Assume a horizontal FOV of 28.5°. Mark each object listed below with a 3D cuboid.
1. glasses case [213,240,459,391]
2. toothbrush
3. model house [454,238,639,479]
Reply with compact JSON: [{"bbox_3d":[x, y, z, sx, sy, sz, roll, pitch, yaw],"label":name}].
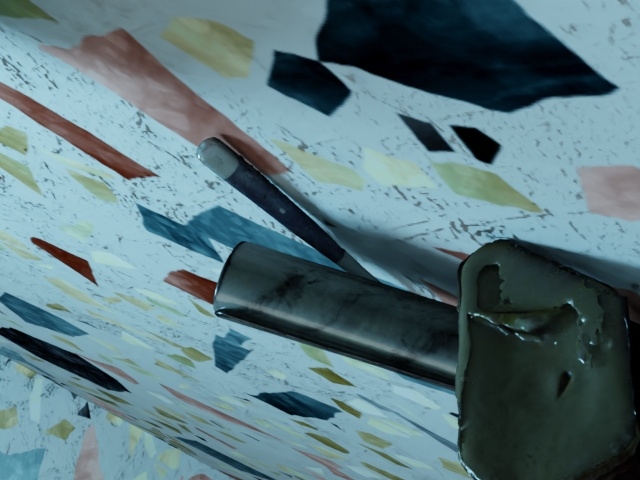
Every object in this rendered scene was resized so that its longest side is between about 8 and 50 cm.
[{"bbox_3d":[0.073,0.072,0.944,0.299,0.060,0.114,17,-173,5],"label":"glasses case"},{"bbox_3d":[0.000,0.000,0.971,0.026,0.024,0.288,29,173,48],"label":"toothbrush"},{"bbox_3d":[0.168,0.117,0.797,0.141,0.203,0.164,-9,139,27],"label":"model house"}]
